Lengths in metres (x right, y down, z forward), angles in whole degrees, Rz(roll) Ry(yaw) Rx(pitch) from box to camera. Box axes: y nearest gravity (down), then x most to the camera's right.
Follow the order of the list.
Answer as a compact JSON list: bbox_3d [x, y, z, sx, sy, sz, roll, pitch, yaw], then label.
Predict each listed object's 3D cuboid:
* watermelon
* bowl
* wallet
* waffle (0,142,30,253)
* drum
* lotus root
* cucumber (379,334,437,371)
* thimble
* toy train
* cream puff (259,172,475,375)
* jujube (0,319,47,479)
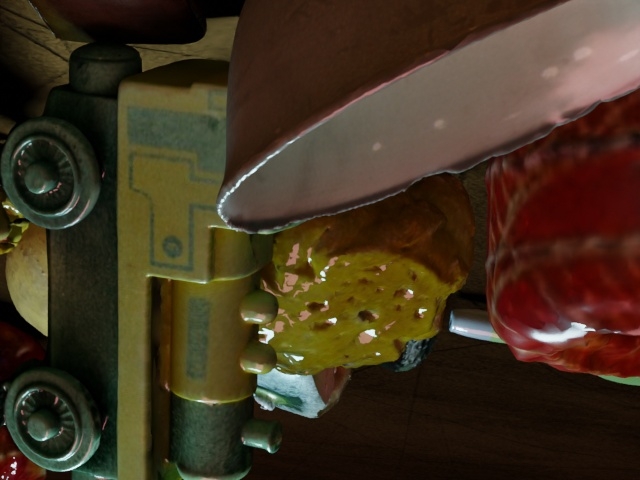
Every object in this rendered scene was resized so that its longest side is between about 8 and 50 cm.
[{"bbox_3d":[-0.068,0.082,1.824,0.188,0.175,0.322,2,158,15],"label":"watermelon"},{"bbox_3d":[0.066,-0.133,0.933,0.313,0.146,0.313,-24,171,-4],"label":"bowl"},{"bbox_3d":[-0.164,-0.199,1.304,0.137,0.031,0.255,0,160,13],"label":"wallet"},{"bbox_3d":[-0.416,-0.046,1.522,0.382,0.095,0.379,8,-172,0],"label":"waffle"},{"bbox_3d":[0.263,0.107,1.946,0.253,0.049,0.130,4,160,11],"label":"drum"},{"bbox_3d":[-0.228,0.031,1.806,0.146,0.130,0.303,9,160,-7],"label":"lotus root"},{"bbox_3d":[0.087,0.076,1.911,0.078,0.062,0.211,9,160,0],"label":"cucumber"},{"bbox_3d":[0.277,-0.024,1.256,0.350,0.230,0.350,1,171,0],"label":"thimble"},{"bbox_3d":[-0.115,0.038,1.421,0.237,0.368,0.150,9,-162,22],"label":"toy train"},{"bbox_3d":[0.006,0.010,1.566,0.244,0.196,0.244,6,161,2],"label":"cream puff"},{"bbox_3d":[-0.492,0.186,2.156,0.377,0.276,0.276,9,160,-7],"label":"jujube"}]
